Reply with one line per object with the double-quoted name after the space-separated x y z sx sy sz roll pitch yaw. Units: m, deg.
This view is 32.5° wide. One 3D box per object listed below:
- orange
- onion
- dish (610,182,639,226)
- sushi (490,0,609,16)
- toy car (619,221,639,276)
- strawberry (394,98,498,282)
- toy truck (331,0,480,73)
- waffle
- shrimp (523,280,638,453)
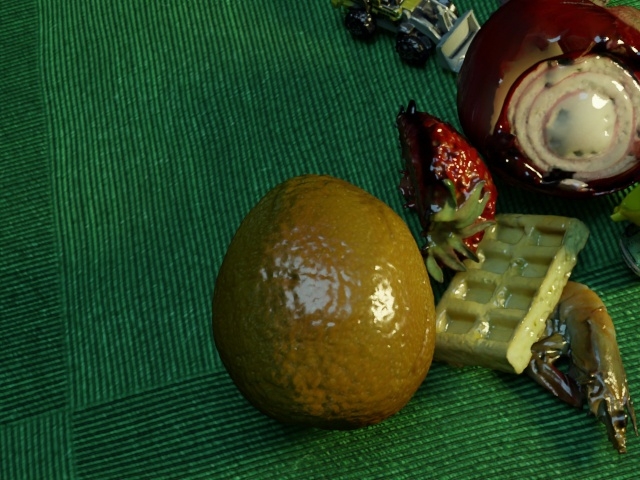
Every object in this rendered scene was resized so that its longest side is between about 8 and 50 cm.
0.005 0.085 1.546 0.322 0.322 0.357 -6 69 8 "orange"
0.368 -0.219 1.679 0.341 0.341 0.341 -5 57 8 "onion"
0.556 -0.070 1.546 0.262 0.221 0.108 -37 95 -6 "dish"
0.422 -0.437 1.918 0.161 0.241 0.107 7 46 -31 "sushi"
0.558 -0.007 1.641 0.224 0.076 0.090 -23 56 1 "toy car"
0.191 -0.108 1.678 0.137 0.233 0.306 -8 41 1 "strawberry"
0.155 -0.403 1.956 0.286 0.111 0.136 29 66 23 "toy truck"
0.272 0.069 1.631 0.168 0.057 0.274 8 58 44 "waffle"
0.357 0.180 1.571 0.152 0.063 0.287 -14 53 5 "shrimp"
